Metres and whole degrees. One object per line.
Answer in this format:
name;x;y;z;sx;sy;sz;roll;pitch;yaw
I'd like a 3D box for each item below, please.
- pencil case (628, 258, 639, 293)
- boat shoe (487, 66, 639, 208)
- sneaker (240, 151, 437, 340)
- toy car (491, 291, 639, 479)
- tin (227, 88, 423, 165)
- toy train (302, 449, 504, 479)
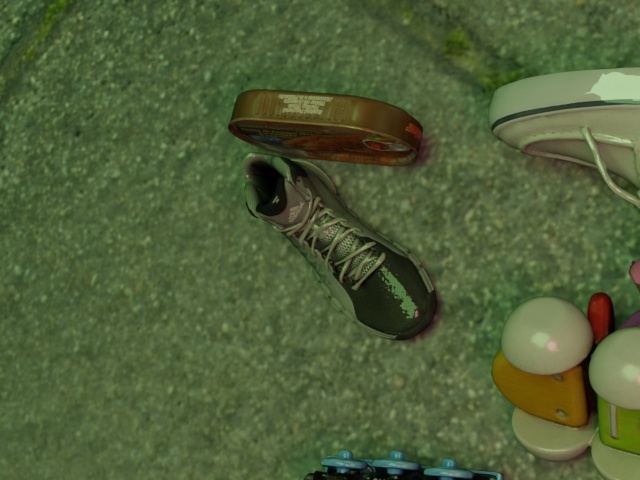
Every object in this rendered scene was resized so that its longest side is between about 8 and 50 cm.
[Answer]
pencil case;0.339;-0.002;1.350;0.209;0.098;0.095;-36;52;17
boat shoe;0.314;-0.054;1.460;0.367;0.136;0.156;3;82;17
sneaker;0.000;0.000;1.591;0.086;0.132;0.229;-50;61;8
toy car;0.240;0.108;1.454;0.182;0.159;0.136;19;50;29
tin;0.004;-0.105;1.630;0.190;0.106;0.040;7;80;27
toy train;0.076;0.223;1.513;0.184;0.105;0.080;1;81;27
